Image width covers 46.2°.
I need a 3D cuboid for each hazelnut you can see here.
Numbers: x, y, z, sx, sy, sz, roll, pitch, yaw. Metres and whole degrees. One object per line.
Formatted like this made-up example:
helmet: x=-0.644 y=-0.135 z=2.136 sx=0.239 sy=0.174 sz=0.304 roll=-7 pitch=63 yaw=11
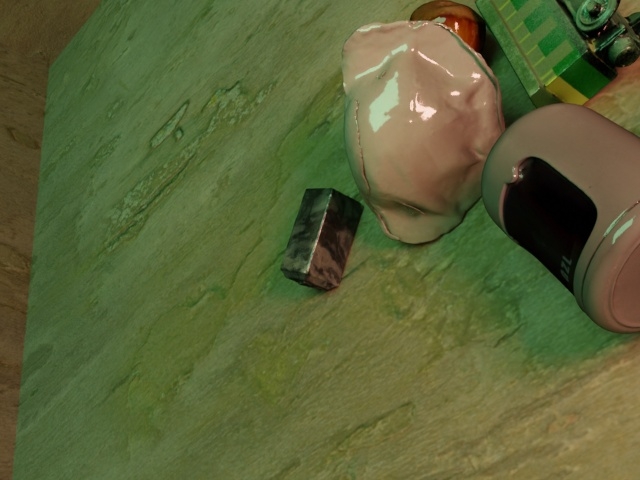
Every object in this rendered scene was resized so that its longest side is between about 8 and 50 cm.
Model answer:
hazelnut: x=0.219 y=-0.349 z=1.333 sx=0.150 sy=0.150 sz=0.150 roll=-26 pitch=52 yaw=38

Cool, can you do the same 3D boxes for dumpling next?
dumpling: x=0.167 y=-0.172 z=1.216 sx=0.260 sy=0.181 sz=0.341 roll=-7 pitch=85 yaw=19

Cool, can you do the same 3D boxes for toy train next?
toy train: x=0.376 y=-0.339 z=1.168 sx=0.202 sy=0.120 sz=0.301 roll=-42 pitch=43 yaw=30

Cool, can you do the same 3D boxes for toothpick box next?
toothpick box: x=0.353 y=-0.056 z=0.974 sx=0.229 sy=0.229 sz=0.316 roll=-52 pitch=38 yaw=15

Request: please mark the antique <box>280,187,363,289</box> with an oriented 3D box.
antique: x=0.000 y=0.000 z=1.424 sx=0.086 sy=0.088 sz=0.183 roll=5 pitch=73 yaw=51
